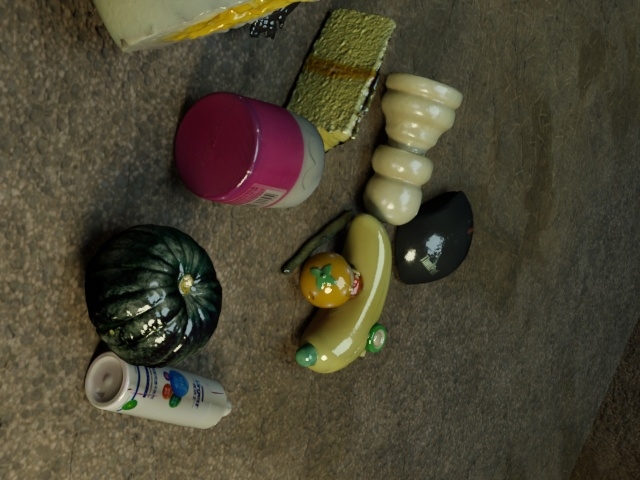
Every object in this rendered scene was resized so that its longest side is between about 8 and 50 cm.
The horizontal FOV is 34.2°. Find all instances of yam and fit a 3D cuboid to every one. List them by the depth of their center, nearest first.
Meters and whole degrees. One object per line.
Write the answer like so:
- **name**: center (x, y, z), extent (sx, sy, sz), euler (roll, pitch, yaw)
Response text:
- **yam**: center (-0.001, 0.000, 2.016), extent (0.234, 0.029, 0.027), euler (-42, 142, -40)

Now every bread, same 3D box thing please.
- **bread**: center (0.032, -0.291, 1.911), extent (0.266, 0.142, 0.178), euler (-65, -177, -21)

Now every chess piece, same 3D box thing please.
- **chess piece**: center (0.175, -0.178, 2.116), extent (0.167, 0.167, 0.299), euler (14, 91, -55)

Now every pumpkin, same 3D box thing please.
- **pumpkin**: center (-0.249, 0.083, 1.557), extent (0.220, 0.162, 0.220), euler (22, 59, -43)

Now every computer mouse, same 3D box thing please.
- **computer mouse**: center (0.271, -0.002, 2.340), extent (0.269, 0.100, 0.170), euler (-31, 126, -47)

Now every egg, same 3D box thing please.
- **egg**: center (-0.165, -0.459, 1.404), extent (0.354, 0.354, 0.339), euler (-28, 103, -48)

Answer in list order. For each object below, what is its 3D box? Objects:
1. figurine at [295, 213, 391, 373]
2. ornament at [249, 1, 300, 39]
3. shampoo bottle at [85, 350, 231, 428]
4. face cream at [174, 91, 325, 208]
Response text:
- **figurine**: center (0.039, 0.100, 2.025), extent (0.222, 0.124, 0.324), euler (23, 82, -49)
- **ornament**: center (-0.090, -0.481, 1.712), extent (0.260, 0.106, 0.251), euler (-46, 127, -26)
- **shampoo bottle**: center (-0.244, 0.251, 1.687), extent (0.303, 0.092, 0.092), euler (28, 76, -53)
- **face cream**: center (-0.112, -0.141, 1.693), extent (0.195, 0.175, 0.175), euler (8, 93, -56)
